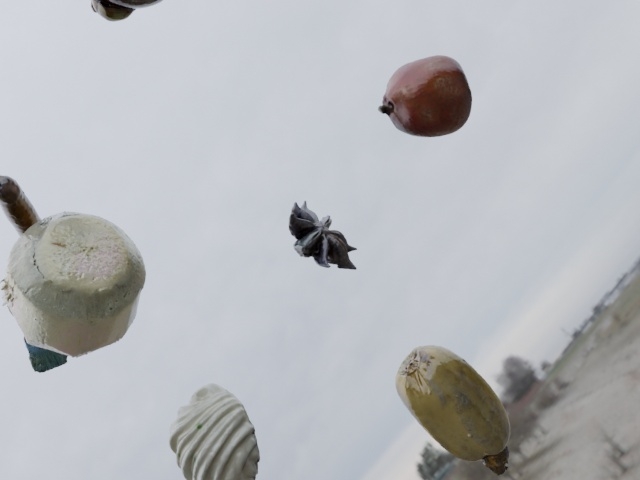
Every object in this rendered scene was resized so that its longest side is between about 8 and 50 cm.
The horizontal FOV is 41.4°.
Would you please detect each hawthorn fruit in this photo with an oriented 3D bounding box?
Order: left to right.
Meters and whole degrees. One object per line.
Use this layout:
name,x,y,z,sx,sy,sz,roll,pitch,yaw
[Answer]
hawthorn fruit,0.206,-0.284,1.698,0.188,0.169,0.169,-16,-33,-25

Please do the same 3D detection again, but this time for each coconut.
coconut,-0.388,0.080,1.337,0.224,0.224,0.234,-32,-15,-46

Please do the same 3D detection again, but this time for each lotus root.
lotus root,0.295,0.358,1.780,0.169,0.342,0.151,-31,20,36

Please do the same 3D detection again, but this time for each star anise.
star anise,0.000,0.000,1.674,0.061,0.181,0.204,-50,19,22

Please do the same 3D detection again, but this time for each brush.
brush,-0.537,0.152,1.599,0.070,0.196,0.021,-20,9,-21

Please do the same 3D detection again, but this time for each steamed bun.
steamed bun,-0.173,0.321,1.331,0.106,0.183,0.183,-15,-35,-29

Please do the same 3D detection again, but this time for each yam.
yam,-0.479,-0.036,1.369,0.046,0.046,0.264,-45,-13,-19

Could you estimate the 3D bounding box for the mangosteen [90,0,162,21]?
mangosteen,-0.294,-0.414,1.246,0.200,0.200,0.200,-45,-18,-19
